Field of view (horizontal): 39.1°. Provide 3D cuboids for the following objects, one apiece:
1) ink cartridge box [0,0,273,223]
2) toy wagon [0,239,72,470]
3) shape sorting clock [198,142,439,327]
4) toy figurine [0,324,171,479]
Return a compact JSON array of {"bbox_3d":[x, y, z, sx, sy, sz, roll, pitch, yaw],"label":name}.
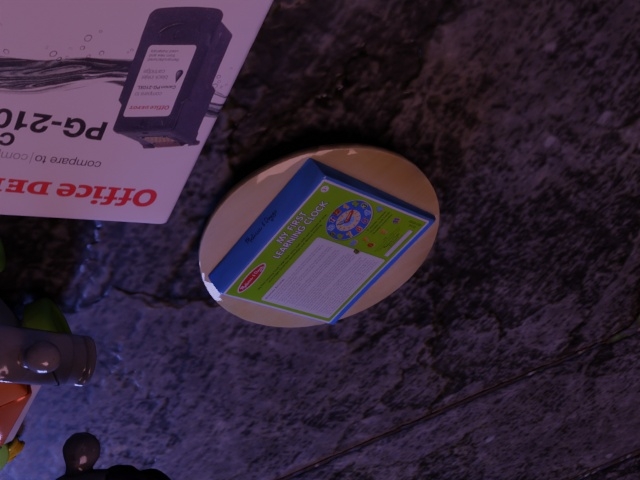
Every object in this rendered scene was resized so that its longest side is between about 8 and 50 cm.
[{"bbox_3d":[-0.133,-0.129,0.500,0.172,0.100,0.237,3,130,-38],"label":"ink cartridge box"},{"bbox_3d":[-0.324,0.113,0.678,0.267,0.068,0.344,-24,138,-4],"label":"toy wagon"},{"bbox_3d":[0.000,0.000,0.754,0.206,0.040,0.206,-13,140,-12],"label":"shape sorting clock"},{"bbox_3d":[-0.223,0.161,0.568,0.209,0.213,0.148,-45,150,20],"label":"toy figurine"}]
